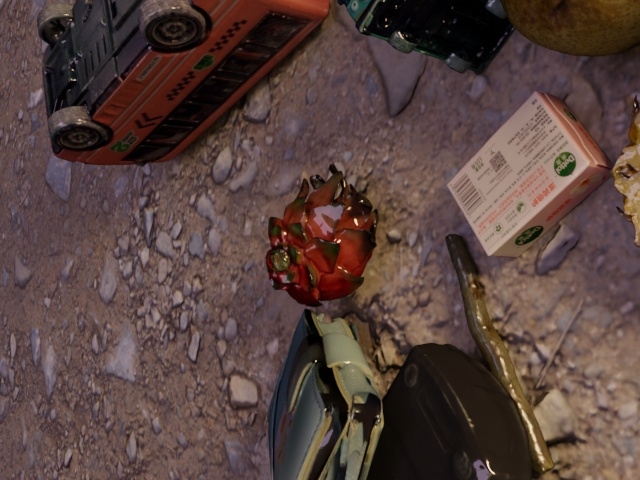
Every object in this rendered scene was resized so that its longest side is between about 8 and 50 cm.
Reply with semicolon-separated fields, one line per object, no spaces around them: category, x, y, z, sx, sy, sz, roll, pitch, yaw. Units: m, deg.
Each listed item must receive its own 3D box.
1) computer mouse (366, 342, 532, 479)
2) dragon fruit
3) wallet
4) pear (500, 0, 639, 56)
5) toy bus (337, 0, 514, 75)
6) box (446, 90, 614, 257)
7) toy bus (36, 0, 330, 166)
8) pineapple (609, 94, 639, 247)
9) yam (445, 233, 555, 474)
computer mouse;0.098;0.234;0.693;0.269;0.100;0.170;-65;32;26
dragon fruit;0.000;0.000;0.828;0.142;0.121;0.130;-40;88;11
wallet;-0.007;0.182;0.761;0.250;0.075;0.176;-107;35;-74
pear;0.206;-0.223;0.582;0.167;0.136;0.167;36;132;51
toy bus;0.096;-0.217;0.695;0.079;0.160;0.092;-55;47;32
box;0.179;-0.055;0.671;0.125;0.043;0.089;-48;53;36
toy bus;-0.196;-0.267;1.000;0.427;0.233;0.203;-32;63;41
pineapple;0.300;-0.048;0.526;0.221;0.047;0.221;-6;83;48
yam;0.157;0.098;0.702;0.027;0.029;0.234;-25;63;17
